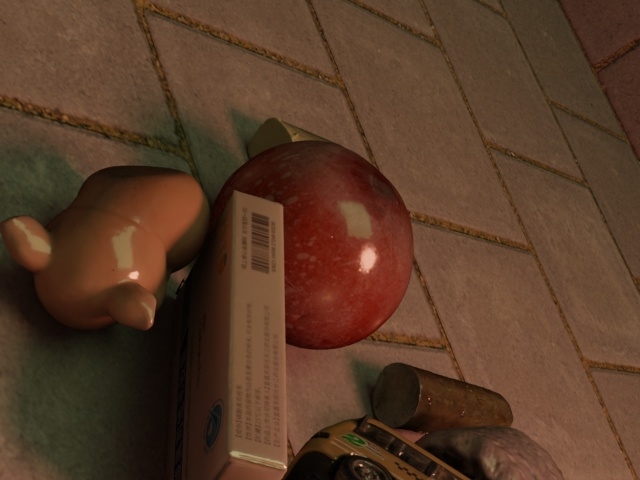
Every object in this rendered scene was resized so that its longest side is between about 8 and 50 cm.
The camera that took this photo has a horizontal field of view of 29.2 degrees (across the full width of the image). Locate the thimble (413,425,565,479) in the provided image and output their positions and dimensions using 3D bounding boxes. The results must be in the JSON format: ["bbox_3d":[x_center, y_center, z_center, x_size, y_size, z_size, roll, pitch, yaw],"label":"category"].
[{"bbox_3d":[0.188,0.350,1.497,0.157,0.217,0.245,9,72,-49],"label":"thimble"}]

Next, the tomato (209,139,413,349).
[{"bbox_3d":[0.000,0.000,1.538,0.270,0.227,0.270,36,34,-29],"label":"tomato"}]

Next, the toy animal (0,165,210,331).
[{"bbox_3d":[-0.205,0.002,1.284,0.167,0.154,0.250,14,30,11],"label":"toy animal"}]

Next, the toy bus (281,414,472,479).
[{"bbox_3d":[0.121,0.344,1.301,0.365,0.177,0.202,33,20,9],"label":"toy bus"}]

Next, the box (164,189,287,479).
[{"bbox_3d":[-0.099,0.136,1.270,0.065,0.200,0.343,15,44,-18],"label":"box"}]

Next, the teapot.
[{"bbox_3d":[-0.019,-0.122,1.800,0.200,0.077,0.107,19,27,-49],"label":"teapot"}]

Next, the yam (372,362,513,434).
[{"bbox_3d":[0.176,0.234,1.716,0.259,0.093,0.093,22,44,-47],"label":"yam"}]
